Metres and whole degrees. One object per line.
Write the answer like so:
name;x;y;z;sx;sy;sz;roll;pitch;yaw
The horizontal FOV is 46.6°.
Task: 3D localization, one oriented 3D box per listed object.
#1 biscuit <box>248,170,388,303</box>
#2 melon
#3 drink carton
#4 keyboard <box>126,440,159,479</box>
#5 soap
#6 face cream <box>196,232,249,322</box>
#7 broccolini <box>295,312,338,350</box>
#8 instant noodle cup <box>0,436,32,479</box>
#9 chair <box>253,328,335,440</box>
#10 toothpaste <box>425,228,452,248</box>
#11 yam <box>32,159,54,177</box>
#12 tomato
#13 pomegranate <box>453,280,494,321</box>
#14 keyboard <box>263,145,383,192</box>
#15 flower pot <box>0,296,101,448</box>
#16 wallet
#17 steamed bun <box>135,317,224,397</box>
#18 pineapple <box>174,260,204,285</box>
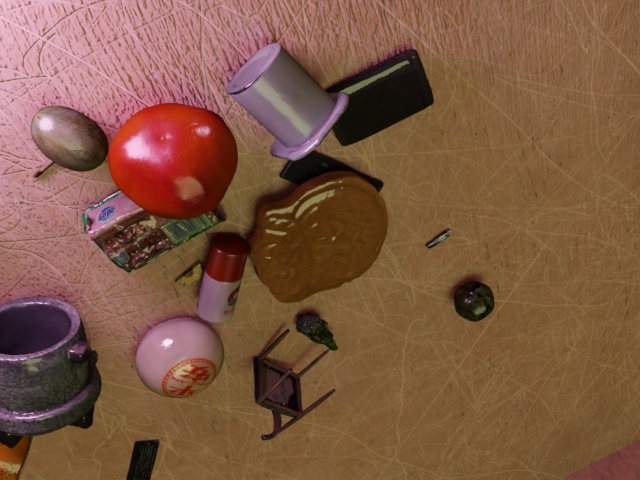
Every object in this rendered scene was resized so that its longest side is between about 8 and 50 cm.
biscuit;0.001;0.002;1.869;0.365;0.062;0.385;-21;138;-7
melon;-0.491;-0.199;1.473;0.167;0.114;0.114;33;108;-33
drink carton;-0.071;-0.297;1.537;0.185;0.191;0.189;-48;118;-9
keyboard;-0.531;0.666;2.216;0.074;0.015;0.196;3;125;-26
soap;-0.366;-0.048;1.661;0.274;0.098;0.217;-29;133;0
face cream;-0.242;0.093;1.832;0.096;0.095;0.214;1;126;-25
broccolini;-0.006;0.259;2.116;0.091;0.068;0.202;-22;149;10
instant noodle cup;-0.823;0.509;1.840;0.172;0.215;0.215;21;116;-25
chair;-0.111;0.411;2.075;0.166;0.188;0.272;29;118;-25
toothpaste;0.331;-0.004;2.069;0.083;0.019;0.027;-38;149;13
yam;-0.555;-0.164;1.539;0.107;0.014;0.014;-38;132;8
tomato;-0.296;-0.169;1.499;0.260;0.259;0.180;-22;166;-7
pomegranate;0.461;0.185;2.225;0.122;0.122;0.161;-36;162;5
keyboard;-0.008;-0.158;1.784;0.381;0.041;0.103;17;117;-41
flower pot;-0.639;0.301;1.712;0.299;0.299;0.282;-7;120;-19
wallet;0.130;-0.325;1.702;0.245;0.052;0.168;-25;133;2
steamed bun;-0.359;0.321;1.928;0.232;0.145;0.231;-12;130;-15
pineapple;-0.317;0.087;1.847;0.083;0.019;0.045;-41;126;11
